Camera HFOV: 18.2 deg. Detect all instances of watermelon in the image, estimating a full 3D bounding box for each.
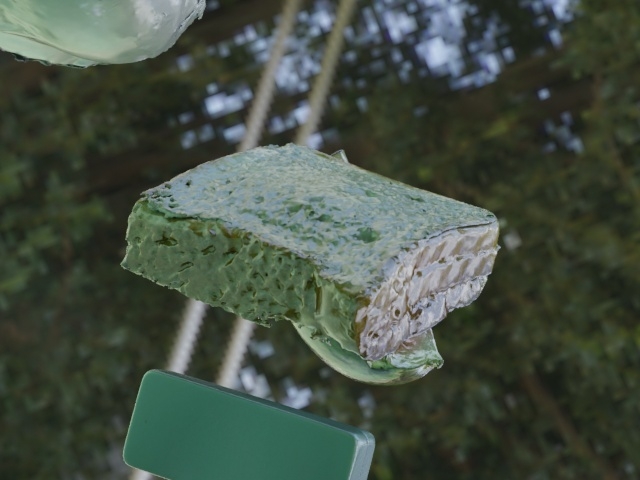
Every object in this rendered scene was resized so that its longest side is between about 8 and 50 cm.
[{"bbox_3d":[0.008,0.047,2.425,0.128,0.159,0.303,18,45,-64],"label":"watermelon"}]

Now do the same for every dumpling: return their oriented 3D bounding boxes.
[{"bbox_3d":[-0.185,-0.185,1.415,0.247,0.172,0.142,36,31,-61],"label":"dumpling"}]

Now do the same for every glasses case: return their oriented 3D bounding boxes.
[{"bbox_3d":[-0.054,0.155,1.475,0.039,0.184,0.078,14,91,-66],"label":"glasses case"}]

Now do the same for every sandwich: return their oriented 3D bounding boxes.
[{"bbox_3d":[0.000,-0.001,1.622,0.251,0.226,0.087,21,-65,33],"label":"sandwich"}]
